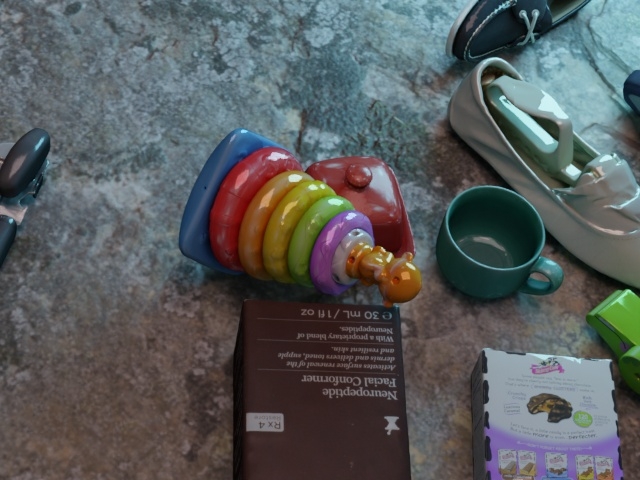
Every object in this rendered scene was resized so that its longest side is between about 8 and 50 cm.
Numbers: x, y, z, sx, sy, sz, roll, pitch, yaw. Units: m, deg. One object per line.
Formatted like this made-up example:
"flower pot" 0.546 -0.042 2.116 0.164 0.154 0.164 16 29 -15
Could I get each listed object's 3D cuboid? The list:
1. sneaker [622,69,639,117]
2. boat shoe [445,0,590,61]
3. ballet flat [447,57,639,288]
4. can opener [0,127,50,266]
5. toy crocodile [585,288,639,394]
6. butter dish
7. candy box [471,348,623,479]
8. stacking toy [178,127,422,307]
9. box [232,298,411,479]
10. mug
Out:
"sneaker" 0.492 -0.105 1.948 0.131 0.112 0.319 -40 54 4
"boat shoe" 0.301 -0.338 2.062 0.091 0.114 0.302 37 59 22
"ballet flat" 0.326 -0.096 1.894 0.139 0.139 0.400 -34 68 -27
"can opener" -0.415 -0.020 1.760 0.074 0.093 0.280 17 60 2
"toy crocodile" 0.473 0.185 1.756 0.340 0.105 0.115 38 59 22
"butter dish" 0.041 -0.054 1.829 0.160 0.118 0.159 -6 58 -13
"candy box" 0.267 0.235 1.700 0.165 0.070 0.196 6 56 -5
"stacking toy" 0.000 0.000 1.692 0.302 0.166 0.175 25 90 32
"box" -0.003 0.260 1.603 0.191 0.143 0.381 2 58 -8
"mug" 0.218 0.020 1.819 0.130 0.097 0.157 -15 61 -18
